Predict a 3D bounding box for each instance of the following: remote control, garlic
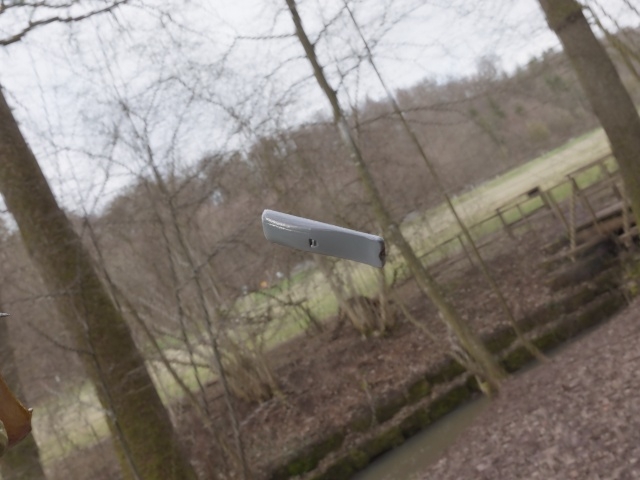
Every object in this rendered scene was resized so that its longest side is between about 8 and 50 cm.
[{"bbox_3d":[0.000,0.000,1.028,0.184,0.050,0.027,13,44,25],"label":"remote control"},{"bbox_3d":[-0.473,0.217,1.045,0.128,0.207,0.115,-7,34,-13],"label":"garlic"}]

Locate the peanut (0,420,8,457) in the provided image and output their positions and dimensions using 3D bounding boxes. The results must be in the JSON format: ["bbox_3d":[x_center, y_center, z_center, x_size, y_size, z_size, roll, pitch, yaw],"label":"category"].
[{"bbox_3d":[-0.369,0.194,0.772,0.090,0.098,0.214,-62,5,-34],"label":"peanut"}]
